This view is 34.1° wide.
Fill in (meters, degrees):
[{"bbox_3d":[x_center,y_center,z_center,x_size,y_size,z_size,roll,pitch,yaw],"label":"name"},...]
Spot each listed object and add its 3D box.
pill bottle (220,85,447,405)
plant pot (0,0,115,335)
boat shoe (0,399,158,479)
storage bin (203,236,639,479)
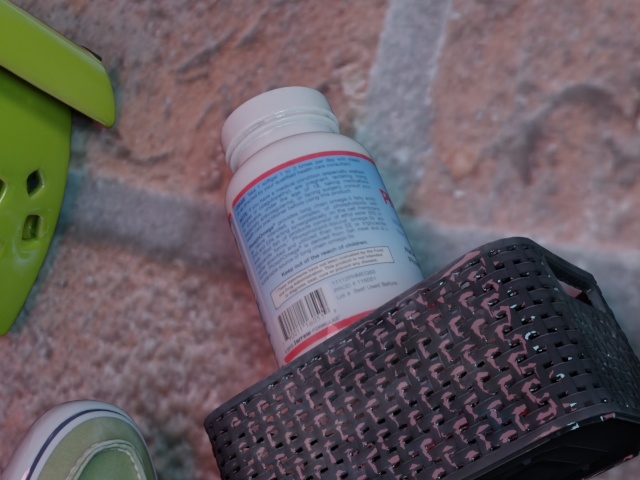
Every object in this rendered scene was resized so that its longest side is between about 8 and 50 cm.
[{"bbox_3d":[0.000,0.000,0.558,0.087,0.087,0.160,-32,62,23],"label":"pill bottle"},{"bbox_3d":[-0.291,-0.095,0.696,0.228,0.227,0.207,35,92,35],"label":"plant pot"},{"bbox_3d":[-0.119,0.237,0.554,0.094,0.109,0.302,-11,73,48],"label":"boat shoe"},{"bbox_3d":[0.052,0.087,0.480,0.180,0.122,0.084,-34,62,22],"label":"storage bin"}]
